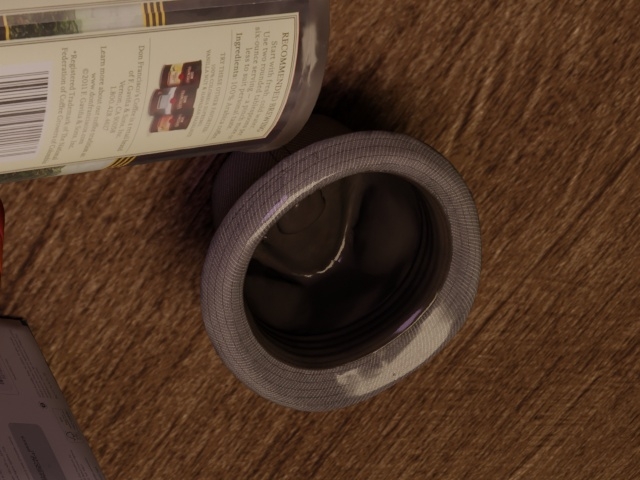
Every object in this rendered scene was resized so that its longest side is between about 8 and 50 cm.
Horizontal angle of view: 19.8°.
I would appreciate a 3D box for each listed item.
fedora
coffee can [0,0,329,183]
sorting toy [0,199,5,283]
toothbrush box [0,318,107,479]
[{"bbox_3d":[0.000,0.000,1.506,0.244,0.124,0.275,-36,137,-1],"label":"fedora"},{"bbox_3d":[-0.162,-0.139,1.135,0.275,0.201,0.201,-9,139,-31],"label":"coffee can"},{"bbox_3d":[-0.313,-0.013,1.234,0.127,0.126,0.365,-36,147,4],"label":"sorting toy"},{"bbox_3d":[-0.314,0.233,1.454,0.126,0.216,0.295,9,128,-44],"label":"toothbrush box"}]
